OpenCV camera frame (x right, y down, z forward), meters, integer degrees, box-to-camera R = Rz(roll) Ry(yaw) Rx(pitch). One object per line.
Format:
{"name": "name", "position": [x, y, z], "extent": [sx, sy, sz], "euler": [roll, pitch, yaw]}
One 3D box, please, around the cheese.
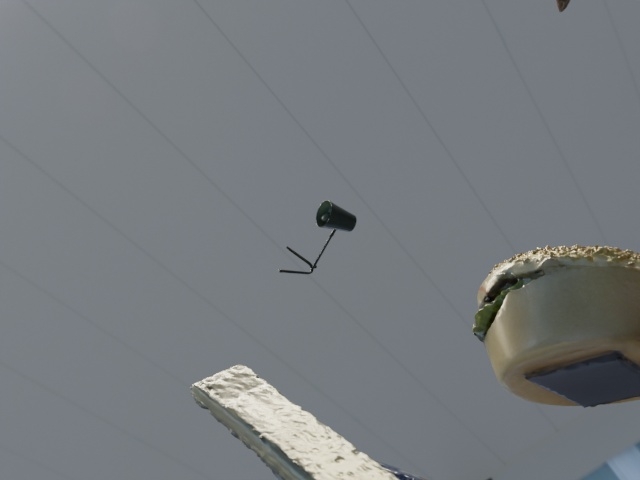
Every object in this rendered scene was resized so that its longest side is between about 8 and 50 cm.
{"name": "cheese", "position": [0.002, 0.220, 0.644], "extent": [0.085, 0.400, 0.034], "euler": [-12, -65, -37]}

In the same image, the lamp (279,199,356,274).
{"name": "lamp", "position": [0.001, -0.001, 0.779], "extent": [0.054, 0.041, 0.121], "euler": [17, -41, -30]}

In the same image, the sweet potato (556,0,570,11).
{"name": "sweet potato", "position": [0.361, -0.381, 0.965], "extent": [0.034, 0.034, 0.095], "euler": [-22, -49, -4]}

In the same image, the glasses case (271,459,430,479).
{"name": "glasses case", "position": [0.050, 0.270, 0.705], "extent": [0.087, 0.248, 0.065], "euler": [41, -119, -40]}

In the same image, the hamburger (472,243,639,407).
{"name": "hamburger", "position": [0.361, 0.113, 0.893], "extent": [0.302, 0.170, 0.302], "euler": [3, -32, 2]}
